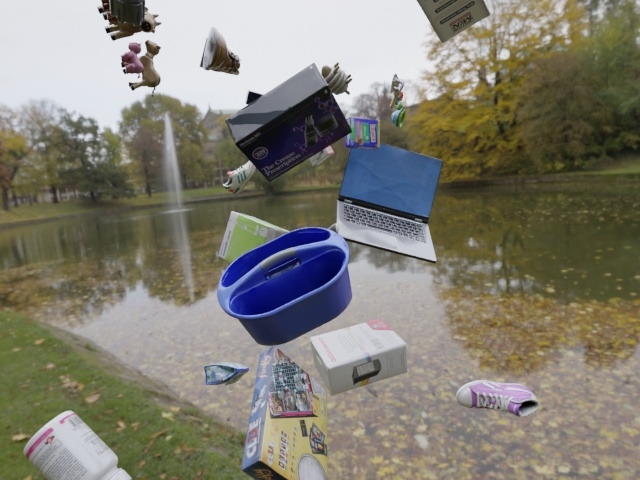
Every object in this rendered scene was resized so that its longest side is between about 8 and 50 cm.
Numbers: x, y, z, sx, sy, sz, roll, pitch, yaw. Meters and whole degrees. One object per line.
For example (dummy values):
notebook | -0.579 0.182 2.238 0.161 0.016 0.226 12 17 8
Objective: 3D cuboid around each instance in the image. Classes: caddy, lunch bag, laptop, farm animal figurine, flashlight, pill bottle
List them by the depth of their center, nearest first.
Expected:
flashlight | -0.432 -0.642 1.043 0.103 0.103 0.304 12 -40 -10
caddy | -0.084 0.097 1.153 0.341 0.179 0.241 -26 42 -9
pill bottle | -0.705 0.657 1.361 0.160 0.283 0.160 -48 -7 -8
farm animal figurine | -0.639 -0.725 1.602 0.172 0.327 0.330 -24 -27 -20
laptop | 0.272 -0.163 1.752 0.381 0.237 0.408 14 34 -6
lunch bag | -0.392 0.558 1.956 0.151 0.096 0.129 -14 -14 10

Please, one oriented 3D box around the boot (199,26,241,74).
boot | -0.271 -0.519 1.305 0.115 0.112 0.305 15 13 -20

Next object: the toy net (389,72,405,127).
toy net | 0.299 -0.536 1.735 0.045 0.122 0.232 21 -24 19

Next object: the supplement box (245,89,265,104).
supplement box | -0.267 -0.586 1.928 0.083 0.056 0.083 12 18 -16

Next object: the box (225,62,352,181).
box | -0.076 -0.290 1.176 0.261 0.103 0.184 -30 -35 8

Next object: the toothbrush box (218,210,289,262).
toothbrush box | -0.284 0.015 1.951 0.283 0.206 0.122 20 5 43

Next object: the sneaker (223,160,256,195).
sneaker | -0.314 -0.254 1.794 0.075 0.161 0.057 29 14 -35

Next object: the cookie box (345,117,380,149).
cookie box | 0.137 -0.345 1.505 0.107 0.092 0.040 -1 2 -22

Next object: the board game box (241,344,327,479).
board game box | -0.054 0.328 0.831 0.042 0.165 0.243 -35 24 19

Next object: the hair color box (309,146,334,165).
hair color box | -0.028 -0.398 1.867 0.093 0.167 0.053 -30 -2 39

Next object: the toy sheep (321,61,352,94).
toy sheep | 0.053 -0.524 1.523 0.132 0.091 0.091 37 -14 -27

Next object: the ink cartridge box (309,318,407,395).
ink cartridge box | 0.140 0.426 1.734 0.306 0.131 0.226 -13 21 -14

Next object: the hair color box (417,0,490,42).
hair color box | 0.375 -0.814 1.444 0.173 0.105 0.347 -22 -42 30

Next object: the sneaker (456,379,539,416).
sneaker | 0.654 0.586 1.708 0.281 0.102 0.161 -6 5 4

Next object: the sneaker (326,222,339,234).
sneaker | 0.000 0.000 1.451 0.064 0.158 0.061 27 34 -18
